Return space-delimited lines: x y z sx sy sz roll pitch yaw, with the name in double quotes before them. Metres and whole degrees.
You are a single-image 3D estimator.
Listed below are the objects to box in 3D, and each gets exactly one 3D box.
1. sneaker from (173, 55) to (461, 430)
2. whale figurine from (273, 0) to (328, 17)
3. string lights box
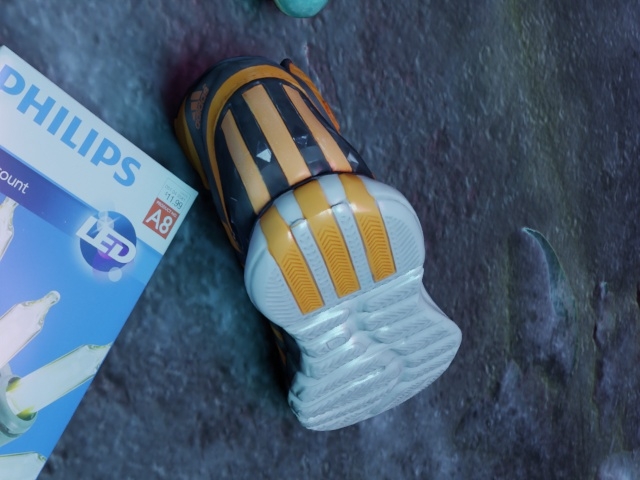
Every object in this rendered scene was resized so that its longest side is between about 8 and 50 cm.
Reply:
"sneaker" 0.000 0.000 0.533 0.124 0.180 0.321 -22 148 -7
"whale figurine" -0.025 -0.240 0.470 0.272 0.141 0.216 -28 113 -34
"string lights box" -0.188 0.048 0.406 0.133 0.076 0.260 38 70 -35
